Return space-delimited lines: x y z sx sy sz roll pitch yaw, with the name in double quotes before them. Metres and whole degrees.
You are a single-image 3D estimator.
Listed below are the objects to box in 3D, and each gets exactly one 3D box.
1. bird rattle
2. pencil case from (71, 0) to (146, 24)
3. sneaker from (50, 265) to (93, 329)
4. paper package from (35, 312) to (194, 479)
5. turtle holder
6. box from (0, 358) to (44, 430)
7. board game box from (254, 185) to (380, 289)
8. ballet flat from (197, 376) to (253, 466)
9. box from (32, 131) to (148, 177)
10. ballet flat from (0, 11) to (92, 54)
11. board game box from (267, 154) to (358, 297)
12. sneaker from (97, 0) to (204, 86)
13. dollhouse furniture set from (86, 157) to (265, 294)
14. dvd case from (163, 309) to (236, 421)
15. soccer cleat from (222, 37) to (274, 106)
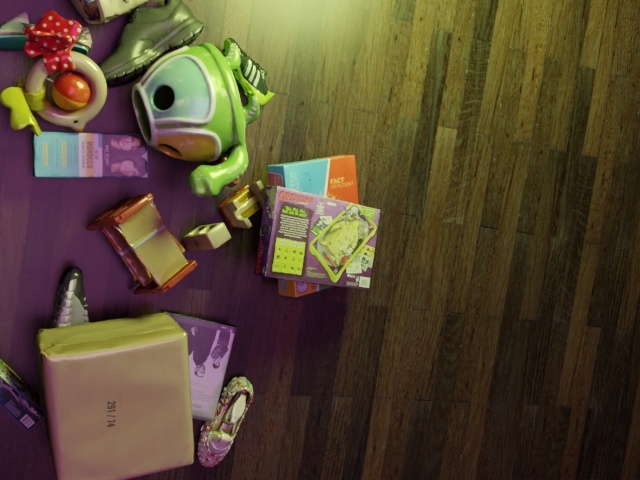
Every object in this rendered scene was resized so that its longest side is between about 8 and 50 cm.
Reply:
"bird rattle" -0.549 -0.337 1.726 0.206 0.143 0.254 26 101 -32
"pencil case" -0.359 -0.630 1.772 0.410 0.184 0.160 -35 67 -16
"sneaker" -0.531 0.171 1.856 0.132 0.086 0.229 10 103 -29
"paper package" -0.444 0.344 1.801 0.309 0.168 0.325 -7 107 -22
"turtle holder" -0.279 -0.265 1.818 0.227 0.243 0.321 -17 107 -24
"box" -0.689 0.289 1.750 0.044 0.159 0.233 -42 111 -12
"board game box" 0.000 0.000 1.958 0.346 0.056 0.208 11 90 -43
"ballet flat" -0.234 0.449 2.017 0.091 0.077 0.241 23 88 -24
"box" -0.509 -0.189 1.825 0.244 0.060 0.101 -2 97 -23
"ballet flat" -0.601 -0.444 1.755 0.221 0.077 0.079 -2 79 -28
"board game box" -0.008 -0.041 2.022 0.242 0.064 0.317 -14 103 -42
"sneaker" -0.402 -0.444 1.831 0.286 0.109 0.130 -39 100 -21
"dollhouse furniture set" -0.315 -0.059 1.903 0.374 0.152 0.201 -41 111 -33
"dvd case" -0.315 0.302 1.970 0.179 0.029 0.239 14 91 -13
"soccer cleat" -0.171 -0.405 1.954 0.072 0.060 0.179 -39 117 -25
